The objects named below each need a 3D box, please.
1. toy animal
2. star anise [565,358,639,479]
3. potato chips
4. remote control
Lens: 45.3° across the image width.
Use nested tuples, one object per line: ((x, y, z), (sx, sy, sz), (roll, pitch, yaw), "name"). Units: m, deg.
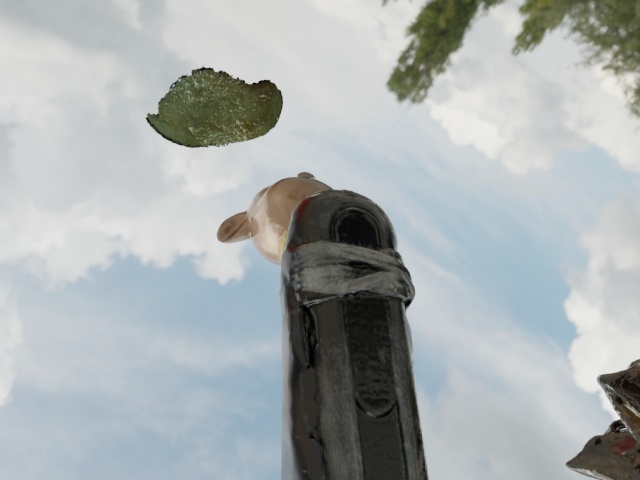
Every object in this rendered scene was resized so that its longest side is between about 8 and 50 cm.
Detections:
((0.001, 0.002, 1.035), (0.248, 0.149, 0.165), (31, -177, 42), "toy animal")
((0.413, 0.215, 0.757), (0.332, 0.331, 0.117), (31, -147, 0), "star anise")
((-0.151, -0.197, 1.128), (0.209, 0.142, 0.026), (-27, -140, -15), "potato chips")
((0.024, 0.092, 0.432), (0.090, 0.066, 0.265), (8, -107, -34), "remote control")
